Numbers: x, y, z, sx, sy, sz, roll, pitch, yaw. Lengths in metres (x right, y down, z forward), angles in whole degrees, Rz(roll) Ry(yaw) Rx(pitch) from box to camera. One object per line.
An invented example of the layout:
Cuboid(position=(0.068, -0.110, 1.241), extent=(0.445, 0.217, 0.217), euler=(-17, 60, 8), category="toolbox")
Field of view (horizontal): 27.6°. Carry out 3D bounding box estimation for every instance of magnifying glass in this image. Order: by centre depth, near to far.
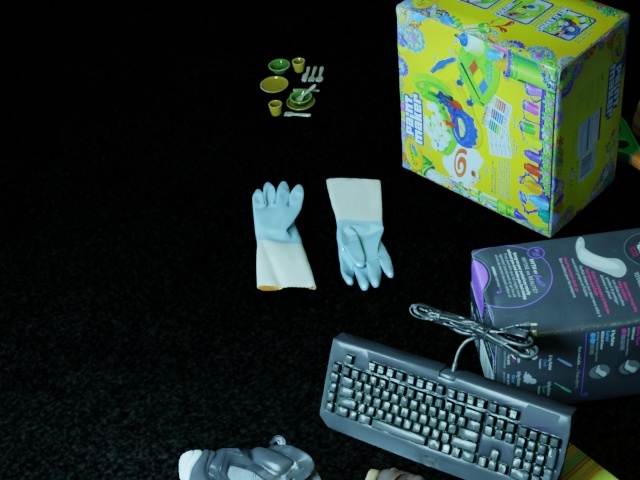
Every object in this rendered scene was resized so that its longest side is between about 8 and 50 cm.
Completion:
Cuboid(position=(0.463, -0.137, 1.976), extent=(0.092, 0.026, 0.231), euler=(-26, 43, -22), category="magnifying glass")

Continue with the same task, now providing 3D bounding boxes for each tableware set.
Cuboid(position=(-0.053, -0.260, 2.176), extent=(0.104, 0.024, 0.154), euler=(3, 42, 11), category="tableware set")

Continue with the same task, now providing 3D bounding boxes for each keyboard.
Cuboid(position=(0.150, 0.172, 1.536), extent=(0.317, 0.202, 0.033), euler=(16, 7, 28), category="keyboard")

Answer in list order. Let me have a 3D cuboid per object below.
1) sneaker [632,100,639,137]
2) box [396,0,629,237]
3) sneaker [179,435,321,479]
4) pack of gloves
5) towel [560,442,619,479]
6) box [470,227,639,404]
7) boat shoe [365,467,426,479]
Cuboid(position=(0.530, -0.172, 1.972), extent=(0.051, 0.070, 0.134), euler=(-30, 47, -27), category="sneaker")
Cuboid(position=(0.271, -0.209, 1.877), extent=(0.279, 0.290, 0.177), euler=(29, 52, 32), category="box")
Cuboid(position=(-0.060, 0.318, 1.453), extent=(0.153, 0.101, 0.269), euler=(-18, 40, -9), category="sneaker")
Cuboid(position=(0.000, 0.000, 1.874), extent=(0.195, 0.046, 0.232), euler=(2, 43, -8), category="pack of gloves")
Cuboid(position=(0.312, 0.312, 1.483), extent=(0.102, 0.021, 0.237), euler=(-36, 50, -22), category="towel")
Cuboid(position=(0.334, 0.097, 1.629), extent=(0.270, 0.143, 0.165), euler=(-8, 43, -2), category="box")
Cuboid(position=(0.069, 0.335, 1.442), extent=(0.073, 0.073, 0.207), euler=(5, 42, 16), category="boat shoe")
